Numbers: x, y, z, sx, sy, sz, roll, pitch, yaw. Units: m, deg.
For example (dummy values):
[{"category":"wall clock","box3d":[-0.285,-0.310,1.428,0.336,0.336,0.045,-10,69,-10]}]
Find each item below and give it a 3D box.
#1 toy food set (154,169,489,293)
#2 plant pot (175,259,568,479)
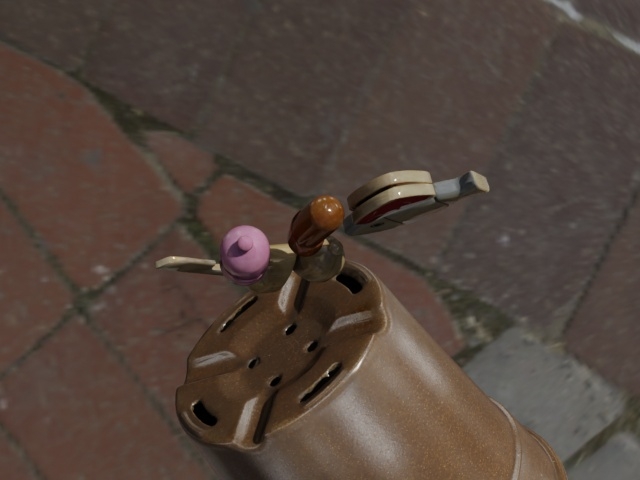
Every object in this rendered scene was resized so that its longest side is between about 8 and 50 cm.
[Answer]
[{"category":"toy food set","box3d":[0.000,0.000,0.703,0.122,0.078,0.019,-22,75,29]},{"category":"plant pot","box3d":[0.020,0.109,0.944,0.167,0.167,0.165,-29,123,13]}]
